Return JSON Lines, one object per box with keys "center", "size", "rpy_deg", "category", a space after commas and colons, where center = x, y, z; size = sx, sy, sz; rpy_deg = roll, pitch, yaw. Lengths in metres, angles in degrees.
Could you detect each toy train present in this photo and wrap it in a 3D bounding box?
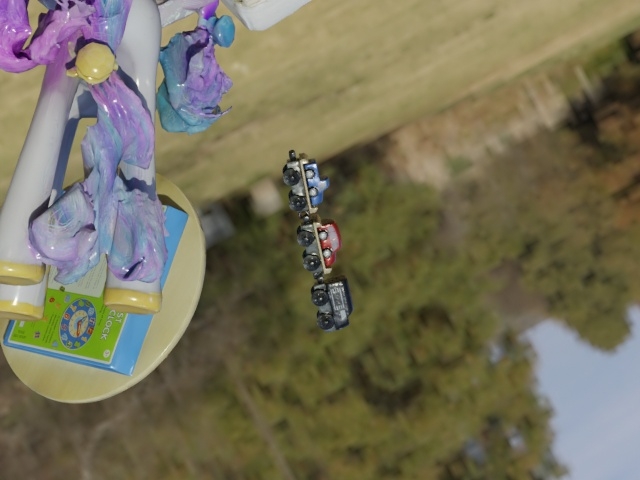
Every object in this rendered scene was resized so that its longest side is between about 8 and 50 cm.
{"center": [0.000, 0.000, 1.463], "size": [0.036, 0.158, 0.027], "rpy_deg": [-12, -163, 2], "category": "toy train"}

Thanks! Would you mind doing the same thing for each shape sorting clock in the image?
{"center": [-0.182, 0.036, 1.477], "size": [0.206, 0.206, 0.040], "rpy_deg": [-28, 144, 22], "category": "shape sorting clock"}

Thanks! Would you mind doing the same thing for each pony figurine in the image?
{"center": [-0.144, -0.140, 1.170], "size": [0.303, 0.363, 0.351], "rpy_deg": [8, 170, -7], "category": "pony figurine"}

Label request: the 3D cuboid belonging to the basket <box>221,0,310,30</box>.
{"center": [-0.044, -0.443, 1.699], "size": [0.331, 0.328, 0.266], "rpy_deg": [-35, 146, -4], "category": "basket"}
